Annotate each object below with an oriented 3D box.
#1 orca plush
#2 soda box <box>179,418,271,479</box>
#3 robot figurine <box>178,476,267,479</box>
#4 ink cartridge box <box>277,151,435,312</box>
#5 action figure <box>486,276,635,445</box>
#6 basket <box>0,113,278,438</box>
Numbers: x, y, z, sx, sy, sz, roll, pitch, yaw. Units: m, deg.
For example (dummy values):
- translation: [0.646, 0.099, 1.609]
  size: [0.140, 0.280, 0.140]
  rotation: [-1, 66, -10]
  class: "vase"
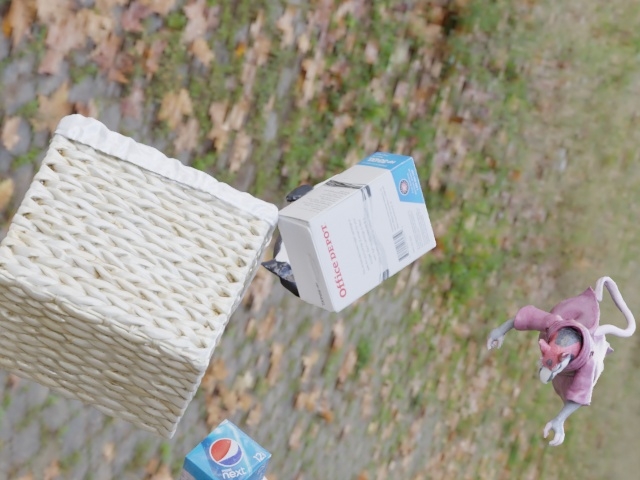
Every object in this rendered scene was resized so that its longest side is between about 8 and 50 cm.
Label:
- translation: [0.000, 0.000, 2.028]
  size: [0.102, 0.151, 0.287]
  rotation: [89, 16, -44]
  class: "orca plush"
- translation: [-0.120, 0.296, 1.305]
  size: [0.071, 0.067, 0.210]
  rotation: [-40, 157, -40]
  class: "soda box"
- translation: [-0.191, 0.570, 2.205]
  size: [0.300, 0.200, 0.353]
  rotation: [52, 43, -73]
  class: "robot figurine"
- translation: [0.051, -0.015, 1.644]
  size: [0.203, 0.086, 0.148]
  rotation: [-31, 118, -29]
  class: "ink cartridge box"
- translation: [0.482, 0.214, 2.190]
  size: [0.276, 0.248, 0.370]
  rotation: [-33, 165, 8]
  class: "action figure"
- translation: [-0.278, 0.060, 1.626]
  size: [0.328, 0.331, 0.266]
  rotation: [120, -6, -57]
  class: "basket"
